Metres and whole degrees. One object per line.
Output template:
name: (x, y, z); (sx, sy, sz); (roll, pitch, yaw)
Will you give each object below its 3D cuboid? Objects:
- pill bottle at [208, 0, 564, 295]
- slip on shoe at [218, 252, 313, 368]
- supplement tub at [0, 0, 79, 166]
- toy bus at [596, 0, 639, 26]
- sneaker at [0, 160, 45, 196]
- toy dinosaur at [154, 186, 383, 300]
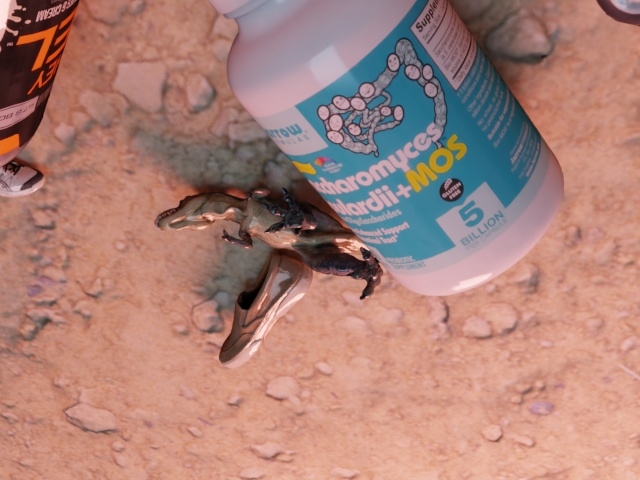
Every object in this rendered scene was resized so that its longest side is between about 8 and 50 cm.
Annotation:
pill bottle: (0.038, -0.096, 0.565); (0.146, 0.146, 0.264); (-28, 118, 28)
slip on shoe: (-0.060, 0.064, 0.770); (0.041, 0.051, 0.135); (30, 125, -20)
supplement tub: (-0.251, -0.169, 0.530); (0.193, 0.193, 0.316); (26, 129, -10)
toy bus: (0.184, -0.218, 0.432); (0.333, 0.108, 0.130); (46, 157, -24)
sneaker: (-0.278, -0.062, 0.723); (0.083, 0.032, 0.037); (7, 129, 4)
toy dinosaur: (0.000, 0.000, 0.683); (0.268, 0.118, 0.064); (17, 92, -6)
